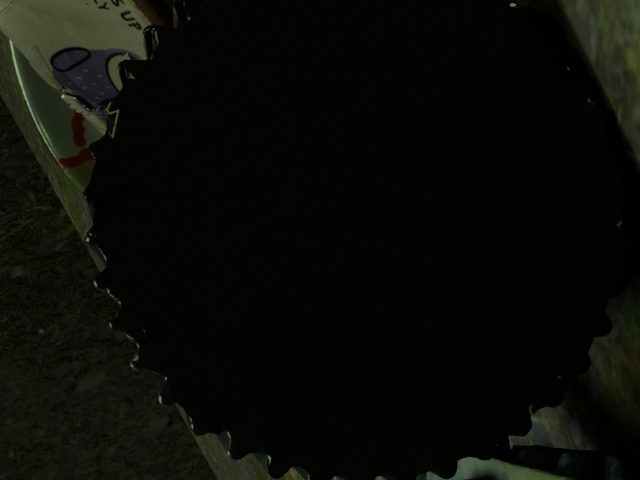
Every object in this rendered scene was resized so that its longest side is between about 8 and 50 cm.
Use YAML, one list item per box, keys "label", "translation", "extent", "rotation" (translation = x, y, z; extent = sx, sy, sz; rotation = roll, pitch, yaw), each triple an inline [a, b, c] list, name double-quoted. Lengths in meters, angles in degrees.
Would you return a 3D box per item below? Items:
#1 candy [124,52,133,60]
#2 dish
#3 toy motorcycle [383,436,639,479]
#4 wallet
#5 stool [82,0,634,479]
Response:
- label: "candy"
  translation: [-0.137, -0.128, 1.309]
  extent: [0.083, 0.020, 0.030]
  rotation: [42, 155, 16]
- label: "dish"
  translation: [-0.199, -0.192, 1.646]
  extent: [0.324, 0.124, 0.324]
  rotation: [32, 134, 41]
- label: "toy motorcycle"
  translation: [0.148, 0.218, 0.919]
  extent: [0.410, 0.168, 0.237]
  rotation: [-10, 76, 62]
- label: "wallet"
  translation: [-0.192, -0.181, 1.387]
  extent: [0.274, 0.068, 0.335]
  rotation: [7, 142, 54]
- label: "stool"
  translation: [0.000, 0.000, 0.974]
  extent: [0.297, 0.297, 0.330]
  rotation: [64, 170, 2]
